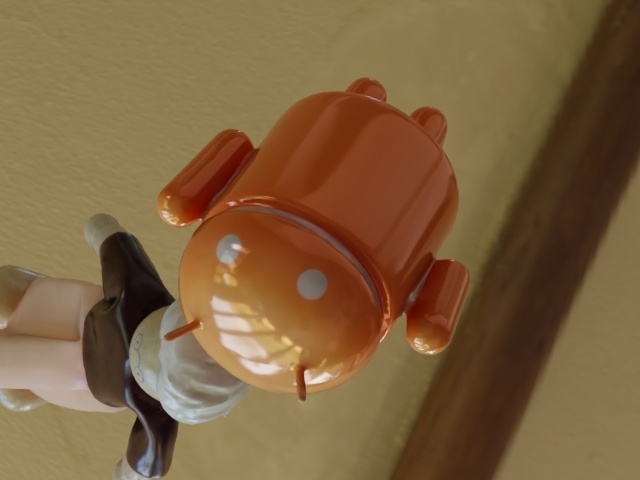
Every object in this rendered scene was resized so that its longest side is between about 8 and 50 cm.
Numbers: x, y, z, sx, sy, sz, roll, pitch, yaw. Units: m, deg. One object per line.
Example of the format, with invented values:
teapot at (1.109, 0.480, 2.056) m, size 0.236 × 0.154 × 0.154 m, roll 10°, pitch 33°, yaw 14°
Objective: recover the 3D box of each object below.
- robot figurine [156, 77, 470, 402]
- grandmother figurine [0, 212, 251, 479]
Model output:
robot figurine at (0.002, 0.001, 0.981) m, size 0.158 × 0.128 × 0.219 m, roll 52°, pitch -131°, yaw -20°
grandmother figurine at (-0.151, 0.086, 1.250) m, size 0.104 × 0.342 × 0.207 m, roll -20°, pitch -83°, yaw -31°
